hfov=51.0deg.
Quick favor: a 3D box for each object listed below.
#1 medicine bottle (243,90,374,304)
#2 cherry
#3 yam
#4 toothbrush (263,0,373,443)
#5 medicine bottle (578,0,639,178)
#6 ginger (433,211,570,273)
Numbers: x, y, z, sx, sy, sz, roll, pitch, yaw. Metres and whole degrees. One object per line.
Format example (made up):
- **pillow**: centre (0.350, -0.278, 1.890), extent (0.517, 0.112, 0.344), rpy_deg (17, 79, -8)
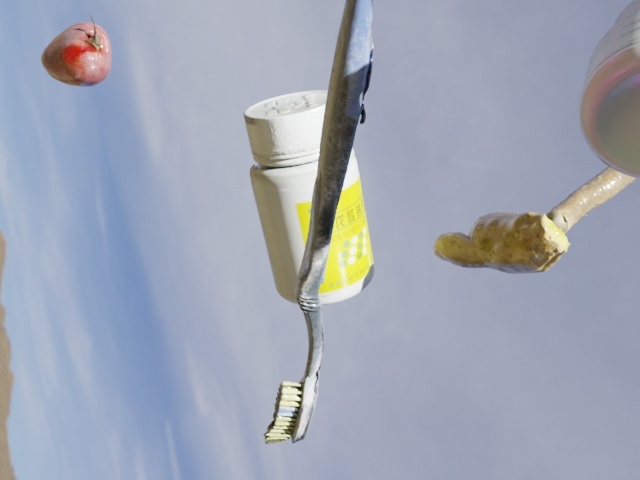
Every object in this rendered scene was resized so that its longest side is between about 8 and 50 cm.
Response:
- **medicine bottle**: centre (-0.015, -0.055, 0.880), extent (0.143, 0.143, 0.258), rpy_deg (25, -47, 55)
- **cherry**: centre (-0.394, -0.305, 1.105), extent (0.126, 0.087, 0.106), rpy_deg (8, -107, 41)
- **yam**: centre (0.571, -0.092, 1.420), extent (0.066, 0.299, 0.066), rpy_deg (38, -35, 33)
- **toothbrush**: centre (0.000, 0.000, 0.536), extent (0.035, 0.042, 0.413), rpy_deg (-123, -142, -59)
- **medicine bottle**: centre (0.569, -0.271, 1.109), extent (0.241, 0.302, 0.241), rpy_deg (16, -45, 17)
- **ginger**: centre (0.240, 0.001, 0.839), extent (0.205, 0.115, 0.081), rpy_deg (0, -96, 61)
